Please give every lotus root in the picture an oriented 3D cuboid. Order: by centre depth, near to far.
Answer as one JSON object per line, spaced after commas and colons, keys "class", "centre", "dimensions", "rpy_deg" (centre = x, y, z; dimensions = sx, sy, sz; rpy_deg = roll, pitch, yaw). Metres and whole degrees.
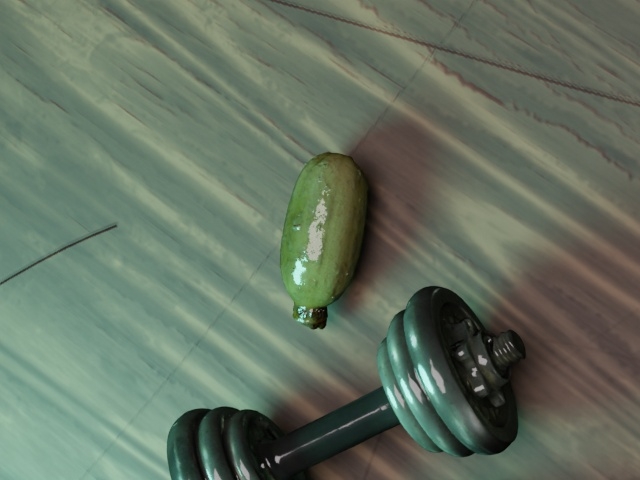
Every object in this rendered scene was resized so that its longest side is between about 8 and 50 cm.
{"class": "lotus root", "centre": [-0.001, 0.000, 1.896], "dimensions": [0.077, 0.090, 0.183], "rpy_deg": [11, 92, -17]}

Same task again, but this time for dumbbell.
{"class": "dumbbell", "centre": [0.020, 0.187, 1.825], "dimensions": [0.406, 0.179, 0.179], "rpy_deg": [-28, 76, 19]}
